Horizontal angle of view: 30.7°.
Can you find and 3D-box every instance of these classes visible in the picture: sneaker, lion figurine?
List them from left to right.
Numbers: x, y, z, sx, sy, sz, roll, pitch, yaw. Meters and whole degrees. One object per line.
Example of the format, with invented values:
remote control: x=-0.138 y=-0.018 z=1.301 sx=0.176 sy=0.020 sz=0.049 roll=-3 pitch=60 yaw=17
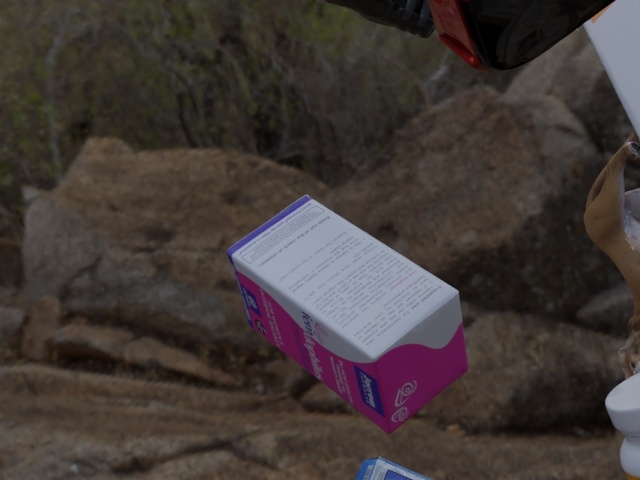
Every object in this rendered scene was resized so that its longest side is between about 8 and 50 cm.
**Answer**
sneaker: x=0.088 y=-0.359 z=1.626 sx=0.147 sy=0.104 sz=0.296 roll=17 pitch=4 yaw=22
lion figurine: x=0.506 y=0.030 z=1.812 sx=0.142 sy=0.240 sz=0.392 roll=-4 pitch=63 yaw=-33

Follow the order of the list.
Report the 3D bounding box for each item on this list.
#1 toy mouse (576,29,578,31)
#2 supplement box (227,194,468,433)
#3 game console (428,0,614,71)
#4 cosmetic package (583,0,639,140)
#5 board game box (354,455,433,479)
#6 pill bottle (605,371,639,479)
toy mouse: x=0.273 y=-0.342 z=1.691 sx=0.143 sy=0.031 sz=0.161 roll=13 pitch=23 yaw=-36
supplement box: x=0.026 y=0.066 z=1.124 sx=0.114 sy=0.111 sz=0.220 roll=-36 pitch=45 yaw=-24
game console: x=0.224 y=-0.283 z=0.752 sx=0.386 sy=0.342 sz=0.060 roll=-37 pitch=69 yaw=3
cosmetic package: x=0.468 y=-0.247 z=1.395 sx=0.230 sy=0.161 sz=0.453 roll=-45 pitch=25 yaw=24
board game box: x=0.143 y=0.469 z=1.440 sx=0.086 sy=0.302 sz=0.308 roll=134 pitch=160 yaw=-73
pill bottle: x=0.476 y=0.303 z=1.471 sx=0.162 sy=0.278 sz=0.162 roll=-26 pitch=6 yaw=3
